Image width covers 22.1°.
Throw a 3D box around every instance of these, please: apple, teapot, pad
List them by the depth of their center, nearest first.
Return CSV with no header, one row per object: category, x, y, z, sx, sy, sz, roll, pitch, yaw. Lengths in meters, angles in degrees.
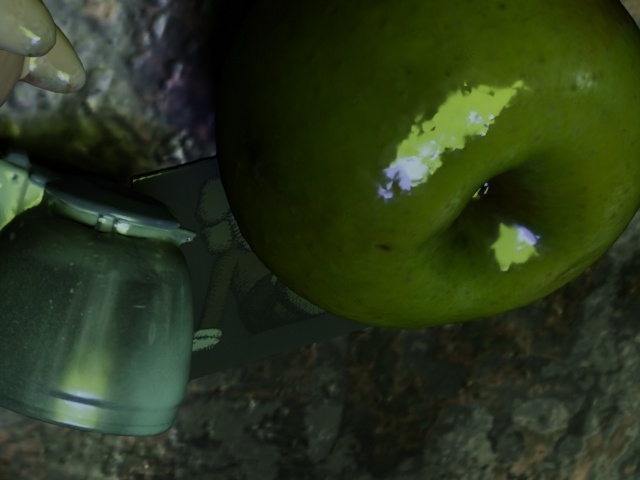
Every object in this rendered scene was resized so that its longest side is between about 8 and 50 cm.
apple,0.048,-0.055,0.718,0.196,0.157,0.196,-16,133,-18
teapot,-0.121,0.018,0.733,0.111,0.149,0.108,0,109,-72
pad,0.000,0.000,0.829,0.190,0.004,0.127,-16,126,-19

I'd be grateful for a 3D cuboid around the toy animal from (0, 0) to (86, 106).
toy animal,-0.217,-0.043,0.588,0.250,0.154,0.166,-45,170,-6
